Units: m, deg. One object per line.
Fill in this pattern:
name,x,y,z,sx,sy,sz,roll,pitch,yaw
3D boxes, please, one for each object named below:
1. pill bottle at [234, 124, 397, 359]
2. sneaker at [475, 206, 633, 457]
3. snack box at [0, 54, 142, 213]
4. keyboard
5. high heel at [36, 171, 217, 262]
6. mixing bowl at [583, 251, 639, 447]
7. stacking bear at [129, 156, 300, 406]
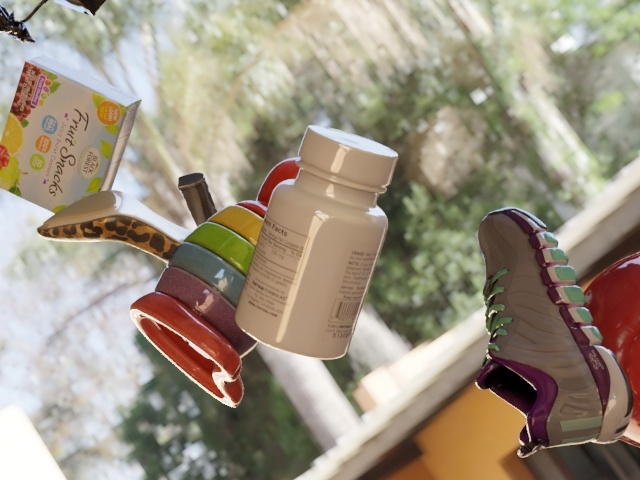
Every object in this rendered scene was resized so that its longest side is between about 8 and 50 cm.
pill bottle,0.000,0.000,1.739,0.131,0.131,0.229,-5,-65,-63
sneaker,0.152,0.064,1.247,0.098,0.224,0.083,-11,-41,-18
snack box,-0.384,-0.149,2.437,0.207,0.174,0.070,-68,-9,22
keyboard,-0.306,-0.302,1.872,0.201,0.033,0.317,-49,29,-6
high heel,-0.251,0.019,2.260,0.261,0.186,0.093,-12,27,13
mixing bowl,0.299,0.101,1.381,0.181,0.181,0.098,-37,-1,10
stacking bear,-0.075,0.024,1.923,0.289,0.164,0.175,-50,-13,-18
